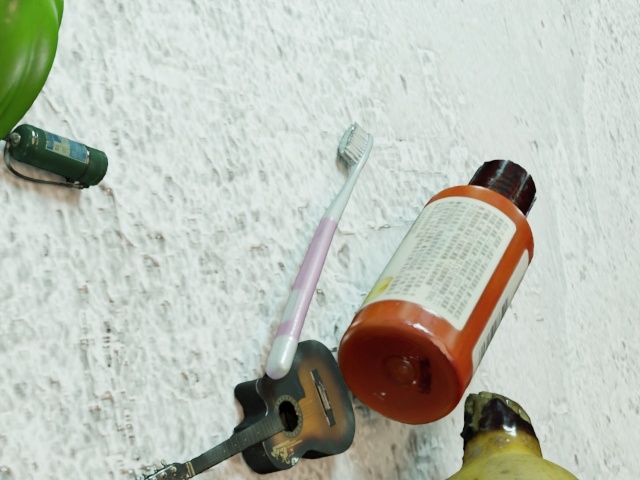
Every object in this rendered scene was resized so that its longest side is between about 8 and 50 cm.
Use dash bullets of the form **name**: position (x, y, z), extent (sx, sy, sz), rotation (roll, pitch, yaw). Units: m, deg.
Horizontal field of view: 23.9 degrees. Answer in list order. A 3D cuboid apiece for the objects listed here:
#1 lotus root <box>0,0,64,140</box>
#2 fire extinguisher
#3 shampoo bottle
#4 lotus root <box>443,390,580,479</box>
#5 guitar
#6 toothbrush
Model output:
- **lotus root**: position (-0.206, -0.128, 0.830), extent (0.186, 0.186, 0.186), rotation (24, 59, -47)
- **fire extinguisher**: position (-0.175, -0.054, 0.964), extent (0.083, 0.025, 0.038), rotation (22, 83, -48)
- **shampoo bottle**: position (0.112, 0.026, 1.247), extent (0.104, 0.104, 0.278), rotation (59, 39, -20)
- **lotus root**: position (0.138, 0.251, 1.134), extent (0.183, 0.182, 0.310), rotation (36, 48, -41)
- **guitar**: position (-0.051, 0.137, 1.056), extent (0.233, 0.025, 0.088), rotation (-22, 94, -53)
- **toothbrush**: position (0.000, 0.000, 1.163), extent (0.025, 0.020, 0.286), rotation (45, 39, -22)
